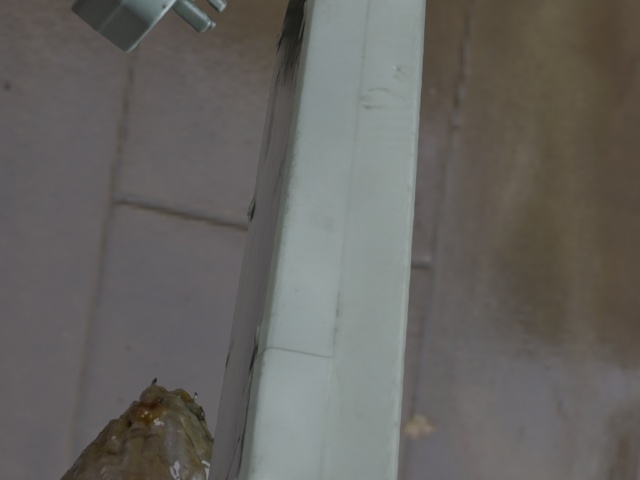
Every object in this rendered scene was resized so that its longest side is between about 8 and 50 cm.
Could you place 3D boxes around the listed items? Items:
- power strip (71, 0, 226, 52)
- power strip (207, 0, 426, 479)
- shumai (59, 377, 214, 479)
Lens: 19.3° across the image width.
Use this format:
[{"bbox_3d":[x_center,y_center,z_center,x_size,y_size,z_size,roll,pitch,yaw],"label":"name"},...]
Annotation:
[{"bbox_3d":[-0.133,-0.277,1.854,0.141,0.261,0.229,40,73,-10],"label":"power strip"},{"bbox_3d":[0.000,0.000,0.589,0.367,0.043,0.106,-83,-173,-49],"label":"power strip"},{"bbox_3d":[-0.094,0.275,1.445,0.217,0.283,0.346,-49,176,0],"label":"shumai"}]
